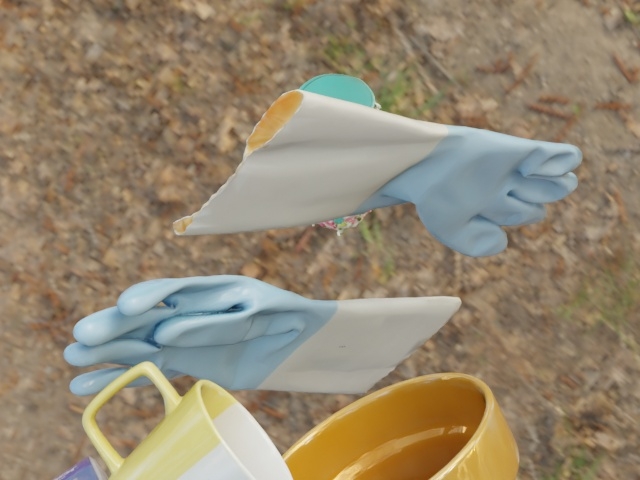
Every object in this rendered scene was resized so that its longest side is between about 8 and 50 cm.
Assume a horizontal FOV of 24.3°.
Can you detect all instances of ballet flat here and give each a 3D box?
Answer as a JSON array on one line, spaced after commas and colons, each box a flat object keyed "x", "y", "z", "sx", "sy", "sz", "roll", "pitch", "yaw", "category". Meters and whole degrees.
[{"x": 0.007, "y": -0.073, "z": 1.223, "sx": 0.091, "sy": 0.241, "sz": 0.077, "roll": 8, "pitch": 111, "yaw": -1, "category": "ballet flat"}]

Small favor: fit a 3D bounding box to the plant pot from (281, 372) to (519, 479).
[{"x": 0.081, "y": 0.237, "z": 1.158, "sx": 0.205, "sy": 0.188, "sz": 0.205, "roll": -27, "pitch": 16, "yaw": 8, "category": "plant pot"}]

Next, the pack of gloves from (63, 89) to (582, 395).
[{"x": 0.000, "y": 0.000, "z": 0.670, "sx": 0.195, "sy": 0.232, "sz": 0.046, "roll": -43, "pitch": 60, "yaw": 29, "category": "pack of gloves"}]

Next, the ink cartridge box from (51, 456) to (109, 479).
[{"x": -0.147, "y": 0.322, "z": 1.088, "sx": 0.151, "sy": 0.395, "sz": 0.270, "roll": -32, "pitch": 97, "yaw": -9, "category": "ink cartridge box"}]

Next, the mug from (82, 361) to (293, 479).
[{"x": -0.057, "y": 0.094, "z": 0.603, "sx": 0.064, "sy": 0.062, "sz": 0.078, "roll": -39, "pitch": 63, "yaw": 8, "category": "mug"}]
